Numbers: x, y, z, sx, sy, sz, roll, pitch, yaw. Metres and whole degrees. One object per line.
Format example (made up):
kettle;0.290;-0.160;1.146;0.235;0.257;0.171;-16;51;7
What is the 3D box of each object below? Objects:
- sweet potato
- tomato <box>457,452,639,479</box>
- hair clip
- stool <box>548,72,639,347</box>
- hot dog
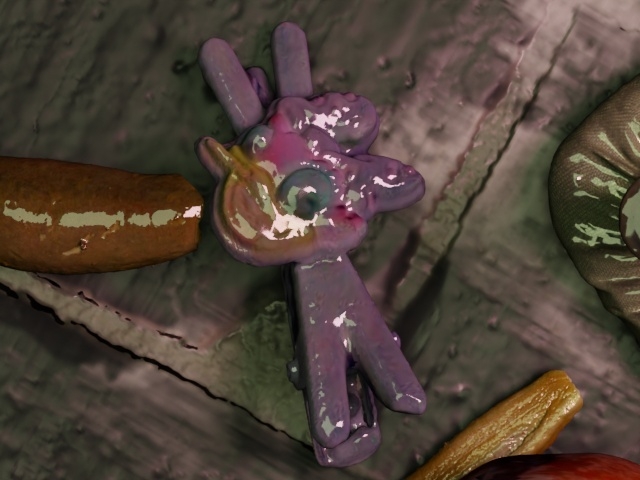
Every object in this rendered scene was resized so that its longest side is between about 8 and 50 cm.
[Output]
sweet potato;-0.188;-0.016;1.224;0.243;0.077;0.077;4;92;7
tomato;0.131;0.215;1.155;0.208;0.208;0.184;-37;95;2
hair clip;0.004;0.003;1.209;0.137;0.090;0.278;-15;93;-13
stool;0.327;-0.009;1.135;0.310;0.226;0.310;-39;91;1
hot dog;0.105;0.133;1.241;0.137;0.028;0.044;-38;65;0
